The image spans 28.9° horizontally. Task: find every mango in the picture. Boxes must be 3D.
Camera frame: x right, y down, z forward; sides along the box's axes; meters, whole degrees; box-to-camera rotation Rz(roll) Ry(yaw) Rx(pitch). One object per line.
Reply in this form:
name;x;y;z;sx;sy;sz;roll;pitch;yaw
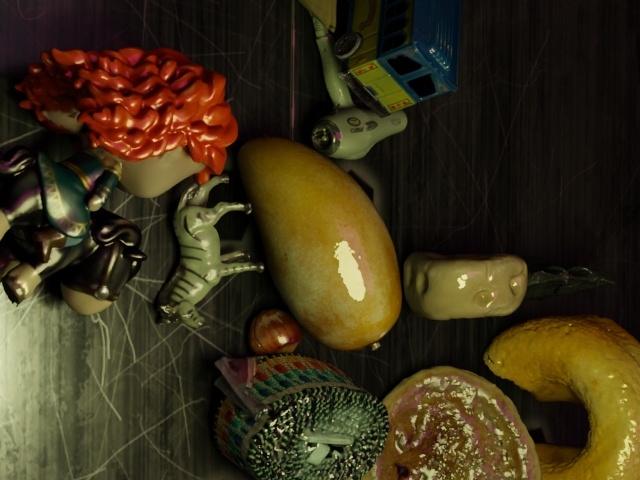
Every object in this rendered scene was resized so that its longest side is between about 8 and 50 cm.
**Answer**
mango;0.000;0.000;1.950;0.199;0.221;0.384;-32;93;-10

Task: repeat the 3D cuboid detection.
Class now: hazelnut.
hazelnut;-0.072;0.148;1.976;0.086;0.086;0.086;-2;92;-43

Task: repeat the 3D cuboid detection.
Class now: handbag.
handbag;0.432;0.074;2.380;0.270;0.175;0.088;1;88;-43

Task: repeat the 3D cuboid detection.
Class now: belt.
belt;-0.045;0.288;1.950;0.295;0.160;0.206;7;106;-40

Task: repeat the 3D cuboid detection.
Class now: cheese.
cheese;0.254;0.077;2.177;0.235;0.218;0.117;-26;115;-81

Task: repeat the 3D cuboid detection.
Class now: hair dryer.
hair dryer;0.065;-0.261;2.105;0.229;0.092;0.267;9;75;-51

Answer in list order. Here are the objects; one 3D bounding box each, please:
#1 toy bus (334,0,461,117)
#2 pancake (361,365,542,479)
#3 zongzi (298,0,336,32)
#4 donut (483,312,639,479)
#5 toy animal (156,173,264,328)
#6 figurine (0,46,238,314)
toy bus;0.135;-0.365;2.044;0.138;0.175;0.287;39;45;-41
pancake;0.228;0.404;2.186;0.356;0.065;0.356;0;88;-11
zongzi;-0.094;-0.444;1.898;0.289;0.154;0.317;-22;112;-33
donut;0.466;0.337;2.295;0.163;0.378;0.435;16;75;-45
toy animal;-0.183;0.016;1.872;0.176;0.073;0.216;-16;98;-27
figurine;-0.299;-0.087;1.672;0.306;0.241;0.411;33;79;-30
